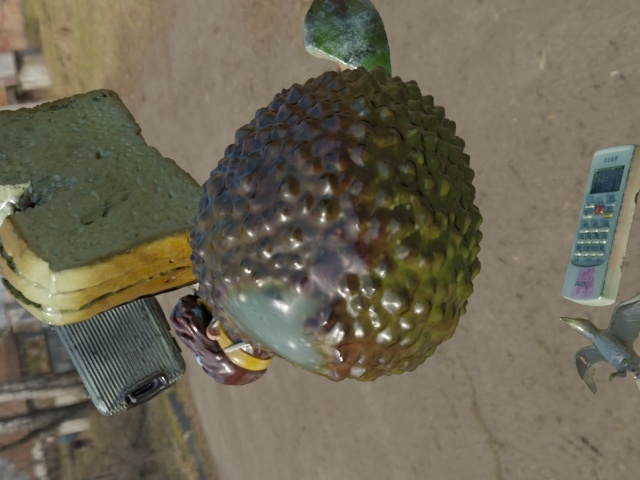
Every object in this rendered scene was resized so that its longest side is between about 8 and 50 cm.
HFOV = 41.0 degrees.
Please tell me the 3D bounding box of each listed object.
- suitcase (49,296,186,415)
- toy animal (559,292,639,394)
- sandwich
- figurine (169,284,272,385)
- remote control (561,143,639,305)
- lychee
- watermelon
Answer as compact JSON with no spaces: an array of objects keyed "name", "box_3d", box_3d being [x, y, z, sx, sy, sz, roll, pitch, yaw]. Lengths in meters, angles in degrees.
[{"name":"suitcase","box_3d":[-0.405,0.172,1.667,0.312,0.202,0.128,62,165,-2]},{"name":"toy animal","box_3d":[0.405,0.146,1.186,0.219,0.155,0.095,-56,32,29]},{"name":"sandwich","box_3d":[-0.265,-0.043,0.938,0.273,0.249,0.095,44,134,26]},{"name":"figurine","box_3d":[-0.135,0.071,1.094,0.115,0.174,0.240,-34,68,21]},{"name":"remote control","box_3d":[0.599,-0.032,1.808,0.145,0.050,0.344,176,110,-71]},{"name":"lychee","box_3d":[0.014,-0.009,0.455,0.171,0.171,0.171,170,90,-71]},{"name":"watermelon","box_3d":[0.021,-0.228,0.944,0.080,0.101,0.155,-25,56,61]}]
